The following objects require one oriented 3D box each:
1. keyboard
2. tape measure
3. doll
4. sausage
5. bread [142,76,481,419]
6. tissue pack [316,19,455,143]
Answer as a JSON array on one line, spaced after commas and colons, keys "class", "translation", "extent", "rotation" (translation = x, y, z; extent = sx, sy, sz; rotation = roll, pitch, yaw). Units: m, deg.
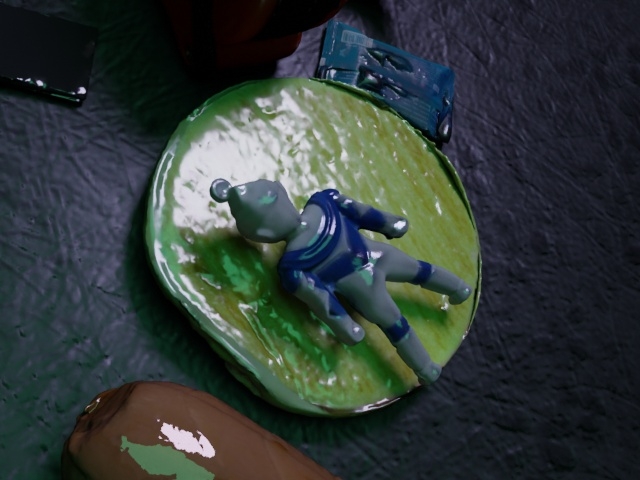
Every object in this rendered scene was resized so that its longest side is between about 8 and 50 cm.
[{"class": "keyboard", "translation": [-0.280, -0.163, 0.713], "extent": [0.196, 0.015, 0.074], "rotation": [12, 63, -17]}, {"class": "tape measure", "translation": [-0.070, -0.277, 0.710], "extent": [0.114, 0.260, 0.253], "rotation": [-20, 84, -29]}, {"class": "doll", "translation": [0.014, 0.012, 0.689], "extent": [0.227, 0.057, 0.114], "rotation": [36, 66, -19]}, {"class": "sausage", "translation": [-0.036, 0.201, 0.607], "extent": [0.304, 0.121, 0.121], "rotation": [35, 62, -6]}, {"class": "bread", "translation": [0.002, -0.005, 0.744], "extent": [0.301, 0.045, 0.301], "rotation": [8, 69, -21]}, {"class": "tissue pack", "translation": [0.065, -0.149, 0.834], "extent": [0.138, 0.028, 0.085], "rotation": [20, 64, -17]}]
